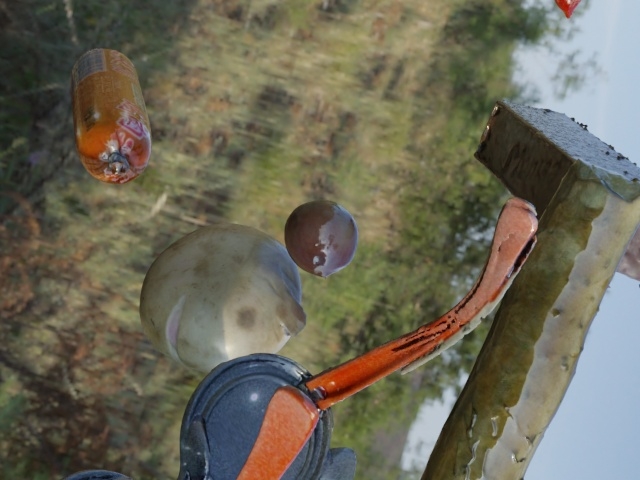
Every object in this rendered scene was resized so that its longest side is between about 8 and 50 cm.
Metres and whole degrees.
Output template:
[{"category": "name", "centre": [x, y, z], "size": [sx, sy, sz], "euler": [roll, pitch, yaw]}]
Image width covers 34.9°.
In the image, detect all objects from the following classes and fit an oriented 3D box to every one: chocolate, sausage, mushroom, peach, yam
[{"category": "chocolate", "centre": [0.280, -0.068, 1.143], "size": [0.321, 0.112, 0.112], "euler": [-117, -134, -61]}, {"category": "sausage", "centre": [-0.257, -0.149, 1.245], "size": [0.312, 0.093, 0.093], "euler": [-118, -141, -60]}, {"category": "mushroom", "centre": [-0.140, 0.090, 1.480], "size": [0.255, 0.255, 0.184], "euler": [-69, 168, -47]}, {"category": "peach", "centre": [0.001, -0.002, 1.092], "size": [0.083, 0.083, 0.083], "euler": [16, 90, -86]}, {"category": "yam", "centre": [0.142, 0.091, 0.723], "size": [0.317, 0.071, 0.067], "euler": [-64, 169, -1]}]

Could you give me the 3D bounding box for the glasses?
[{"category": "glasses", "centre": [-0.010, 0.110, 0.497], "size": [0.234, 0.118, 0.268], "euler": [-31, 179, -42]}]

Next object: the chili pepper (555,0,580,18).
[{"category": "chili pepper", "centre": [0.269, -0.326, 1.071], "size": [0.050, 0.059, 0.191], "euler": [38, -42, 50]}]
